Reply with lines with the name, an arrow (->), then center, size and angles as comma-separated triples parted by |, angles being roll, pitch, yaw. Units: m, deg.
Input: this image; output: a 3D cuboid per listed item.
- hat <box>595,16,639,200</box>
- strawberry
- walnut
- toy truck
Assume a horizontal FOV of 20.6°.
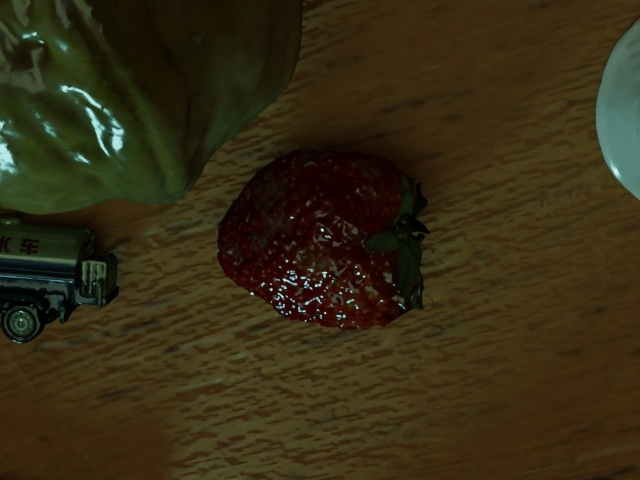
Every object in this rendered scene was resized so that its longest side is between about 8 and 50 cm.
hat -> 0.282, -0.075, 1.169 | 0.203, 0.126, 0.203 | 3, 109, 10
strawberry -> 0.001, -0.001, 1.232 | 0.148, 0.131, 0.131 | 3, 108, -2
walnut -> -0.165, -0.176, 1.116 | 0.306, 0.306, 0.344 | -23, 110, 14
toy truck -> -0.252, 0.023, 1.297 | 0.202, 0.074, 0.088 | 5, 103, 6
